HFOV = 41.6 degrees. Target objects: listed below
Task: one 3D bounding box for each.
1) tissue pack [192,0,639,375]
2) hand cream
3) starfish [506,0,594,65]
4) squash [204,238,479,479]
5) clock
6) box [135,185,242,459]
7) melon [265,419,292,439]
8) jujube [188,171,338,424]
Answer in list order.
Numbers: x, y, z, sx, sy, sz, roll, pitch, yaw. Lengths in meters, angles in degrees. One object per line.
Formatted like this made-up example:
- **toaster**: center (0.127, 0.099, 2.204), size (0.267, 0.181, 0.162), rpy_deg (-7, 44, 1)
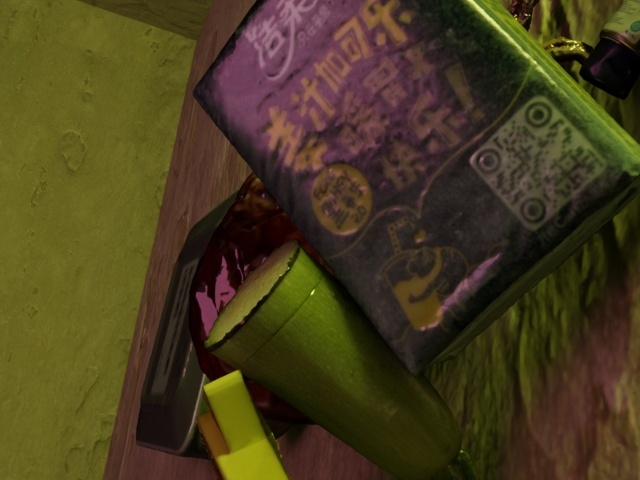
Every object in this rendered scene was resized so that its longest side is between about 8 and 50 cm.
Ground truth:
- **tissue pack**: center (0.052, -0.072, 0.535), size (0.185, 0.081, 0.257), rpy_deg (-47, 70, 25)
- **hand cream**: center (0.210, -0.164, 0.504), size (0.163, 0.039, 0.062), rpy_deg (-63, 17, 15)
- **starfish**: center (0.105, -0.113, 0.656), size (0.238, 0.057, 0.213), rpy_deg (-36, 20, 17)
- **squash**: center (0.030, 0.106, 0.558), size (0.094, 0.224, 0.094), rpy_deg (-45, 6, 6)
- **clock**: center (-0.028, 0.241, 0.569), size (0.293, 0.071, 0.277), rpy_deg (61, 166, 19)
- **box**: center (-0.175, 0.137, 1.314), size (0.396, 0.111, 0.395), rpy_deg (153, 131, -65)
- **melon**: center (-0.064, 0.172, 0.957), size (0.130, 0.098, 0.098), rpy_deg (-61, 21, 29)
- **jujube**: center (0.000, 0.000, 0.763), size (0.216, 0.216, 0.342), rpy_deg (123, 162, -45)
